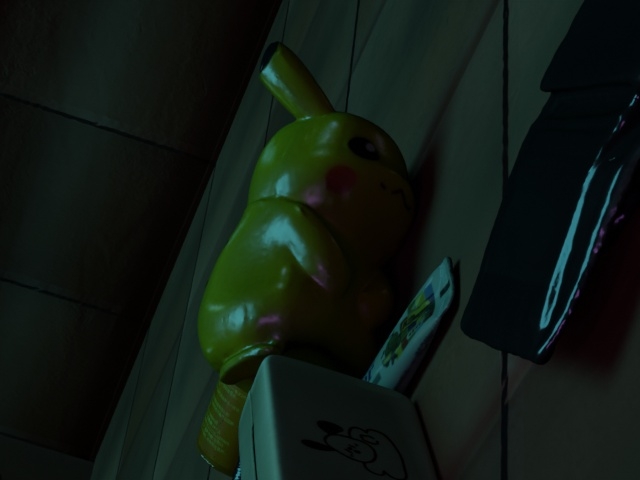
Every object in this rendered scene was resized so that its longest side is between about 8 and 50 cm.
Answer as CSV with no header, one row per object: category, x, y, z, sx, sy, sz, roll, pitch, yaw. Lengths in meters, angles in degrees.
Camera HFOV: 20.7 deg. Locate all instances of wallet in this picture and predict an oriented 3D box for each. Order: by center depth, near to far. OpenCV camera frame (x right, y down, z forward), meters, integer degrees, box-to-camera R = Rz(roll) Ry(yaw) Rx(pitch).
wallet,0.173,-0.079,1.083,0.247,0.041,0.323,-157,88,-80

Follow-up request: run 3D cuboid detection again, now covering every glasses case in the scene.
glasses case,0.014,0.179,1.252,0.313,0.131,0.070,-102,31,-73

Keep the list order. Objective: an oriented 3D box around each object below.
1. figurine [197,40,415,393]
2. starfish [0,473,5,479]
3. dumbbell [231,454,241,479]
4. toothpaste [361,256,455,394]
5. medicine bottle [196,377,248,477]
figurine,-0.002,0.007,1.599,0.169,0.218,0.327,3,61,38
starfish,-0.231,0.368,1.322,0.384,0.132,0.398,-114,23,-72
dumbbell,-0.104,0.328,1.619,0.143,0.143,0.325,175,113,-80
toothpaste,0.052,0.122,1.446,0.067,0.037,0.255,-85,20,-54
medicine bottle,-0.057,0.149,1.827,0.096,0.096,0.192,-93,23,-65
